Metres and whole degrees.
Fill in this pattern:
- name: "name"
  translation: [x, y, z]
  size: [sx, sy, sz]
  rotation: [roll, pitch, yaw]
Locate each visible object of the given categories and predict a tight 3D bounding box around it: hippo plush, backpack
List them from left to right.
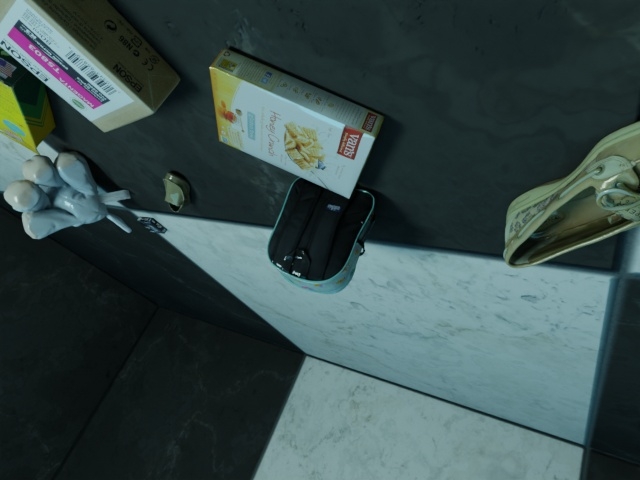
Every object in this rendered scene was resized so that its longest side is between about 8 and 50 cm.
- name: "hippo plush"
  translation: [-0.731, -0.149, 1.219]
  size: [0.294, 0.234, 0.236]
  rotation: [-9, -157, -39]
- name: "backpack"
  translation: [0.000, 0.000, 0.761]
  size: [0.165, 0.188, 0.144]
  rotation: [18, 155, 14]

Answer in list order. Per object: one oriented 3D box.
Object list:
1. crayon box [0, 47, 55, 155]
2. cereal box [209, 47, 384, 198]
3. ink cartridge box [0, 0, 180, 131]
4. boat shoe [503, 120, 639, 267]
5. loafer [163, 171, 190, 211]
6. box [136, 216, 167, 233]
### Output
- name: "crayon box"
  translation: [-0.694, -0.323, 0.904]
  size: [0.202, 0.081, 0.318]
  rotation: [32, 155, -15]
- name: "cereal box"
  translation: [-0.041, -0.164, 0.637]
  size: [0.240, 0.047, 0.173]
  rotation: [24, 156, 2]
- name: "ink cartridge box"
  translation: [-0.367, -0.288, 0.651]
  size: [0.193, 0.088, 0.234]
  rotation: [0, 146, 43]
- name: "boat shoe"
  translation: [0.323, -0.039, 0.488]
  size: [0.104, 0.089, 0.285]
  rotation: [27, 156, -3]
- name: "loafer"
  translation: [-0.351, -0.113, 1.040]
  size: [0.056, 0.050, 0.148]
  rotation: [23, 156, 6]
- name: "box"
  translation: [-0.557, -0.051, 1.407]
  size: [0.083, 0.018, 0.067]
  rotation: [7, 150, 36]
